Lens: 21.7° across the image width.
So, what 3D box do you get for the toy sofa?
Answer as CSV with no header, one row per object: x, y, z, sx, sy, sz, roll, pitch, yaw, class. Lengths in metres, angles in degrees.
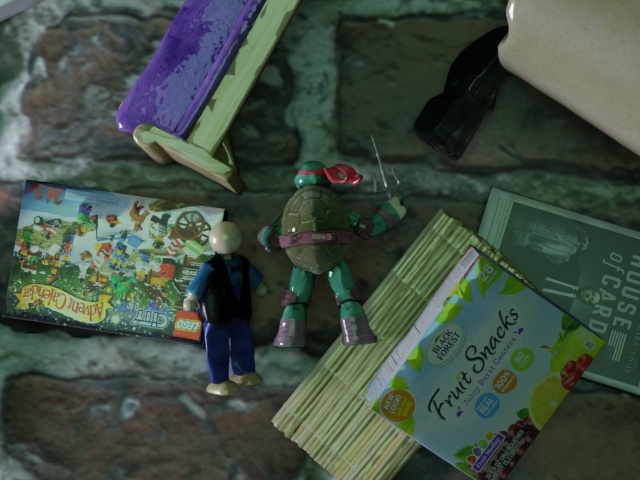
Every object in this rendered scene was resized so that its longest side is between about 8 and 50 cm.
-0.090,-0.246,1.870,0.177,0.150,0.363,29,87,4,toy sofa

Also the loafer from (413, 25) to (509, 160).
0.175,-0.169,1.903,0.061,0.062,0.170,44,79,-33,loafer

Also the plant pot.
0.372,-0.224,1.782,0.305,0.334,0.334,28,86,16,plant pot

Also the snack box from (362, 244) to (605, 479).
0.176,0.139,1.815,0.174,0.070,0.207,35,94,-11,snack box

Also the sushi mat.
0.097,0.131,1.870,0.151,0.019,0.316,39,95,7,sushi mat

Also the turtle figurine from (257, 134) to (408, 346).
0.000,0.000,1.846,0.175,0.118,0.234,-3,85,24,turtle figurine

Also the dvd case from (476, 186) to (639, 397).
0.280,0.059,1.883,0.238,0.029,0.179,17,86,5,dvd case

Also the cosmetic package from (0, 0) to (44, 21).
-0.320,-0.335,1.934,0.239,0.060,0.099,-24,82,1,cosmetic package

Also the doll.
-0.101,0.071,1.863,0.046,0.129,0.189,6,106,41,doll

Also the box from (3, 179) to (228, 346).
-0.232,0.026,1.903,0.233,0.044,0.159,8,85,4,box
